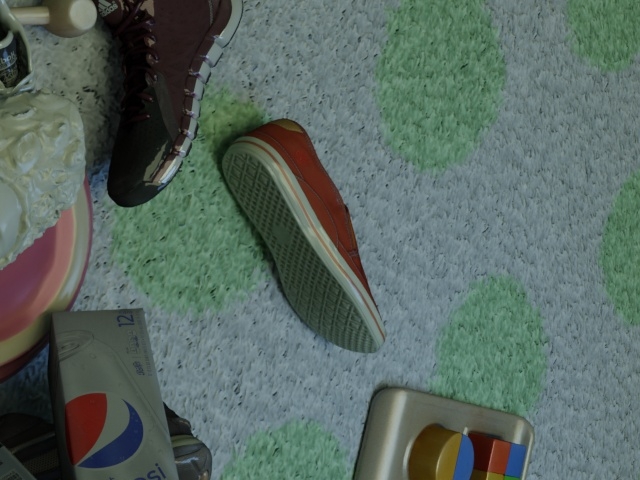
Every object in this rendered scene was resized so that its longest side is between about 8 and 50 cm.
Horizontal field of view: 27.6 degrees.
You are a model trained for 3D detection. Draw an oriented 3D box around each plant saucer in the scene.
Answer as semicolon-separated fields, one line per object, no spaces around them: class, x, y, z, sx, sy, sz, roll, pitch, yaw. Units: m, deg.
plant saucer;-0.338;-0.007;1.207;0.332;0.084;0.332;-8;102;-44

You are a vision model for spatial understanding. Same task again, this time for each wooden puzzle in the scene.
wooden puzzle;0.177;0.384;1.798;0.348;0.080;0.322;19;83;-46

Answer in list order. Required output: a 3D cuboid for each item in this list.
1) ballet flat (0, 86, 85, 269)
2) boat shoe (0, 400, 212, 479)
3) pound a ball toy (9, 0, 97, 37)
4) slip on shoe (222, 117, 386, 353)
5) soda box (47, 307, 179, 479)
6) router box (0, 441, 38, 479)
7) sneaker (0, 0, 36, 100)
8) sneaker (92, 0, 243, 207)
ballet flat;-0.357;0.025;1.033;0.409;0.147;0.147;-28;120;-5
boat shoe;-0.285;0.244;1.271;0.355;0.130;0.132;-12;134;-28
pound a ball toy;-0.325;-0.276;1.142;0.319;0.136;0.208;-13;105;-44
slip on shoe;0.000;0.000;1.538;0.101;0.123;0.331;-48;122;-35
soda box;-0.186;0.196;1.178;0.091;0.286;0.098;-2;136;-18
router box;-0.354;0.348;1.098;0.309;0.081;0.243;-32;139;-29
sneaker;-0.282;-0.122;1.115;0.090;0.095;0.235;-44;133;-40
sneaker;-0.194;-0.184;1.329;0.162;0.106;0.281;38;59;-37
